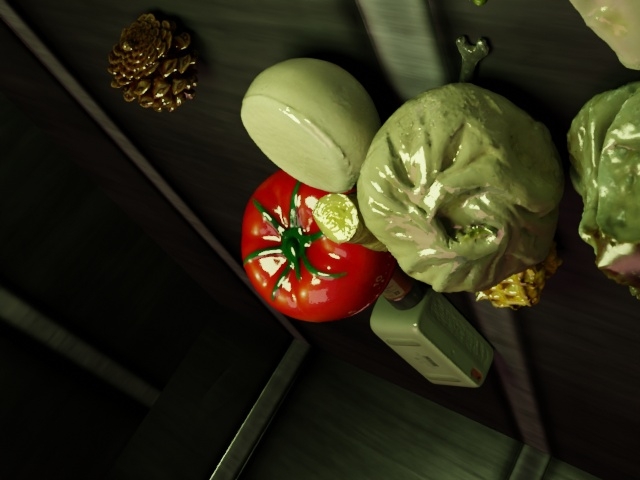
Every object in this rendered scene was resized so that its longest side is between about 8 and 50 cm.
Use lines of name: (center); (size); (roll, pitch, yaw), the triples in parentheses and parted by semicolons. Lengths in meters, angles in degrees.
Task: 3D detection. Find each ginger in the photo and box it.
ginger: (0.093, -0.041, 1.245); (0.109, 0.117, 0.262); (29, -167, 33)

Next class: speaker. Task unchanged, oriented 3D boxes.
speaker: (0.352, 0.299, 1.979); (0.184, 0.183, 0.406); (-3, 141, 50)

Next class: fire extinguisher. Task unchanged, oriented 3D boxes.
fire extinguisher: (0.124, 0.051, 1.787); (0.200, 0.113, 0.376); (-6, 140, 42)

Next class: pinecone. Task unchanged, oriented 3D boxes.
pinecone: (-0.352, -0.374, 1.392); (0.207, 0.208, 0.208); (28, 160, 11)

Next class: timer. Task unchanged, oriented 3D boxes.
timer: (0.000, 0.000, 1.501); (0.377, 0.378, 0.279); (21, -165, 29)

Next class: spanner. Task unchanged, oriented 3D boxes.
spanner: (0.237, -0.248, 1.062); (0.054, 0.015, 0.255); (28, 160, 16)

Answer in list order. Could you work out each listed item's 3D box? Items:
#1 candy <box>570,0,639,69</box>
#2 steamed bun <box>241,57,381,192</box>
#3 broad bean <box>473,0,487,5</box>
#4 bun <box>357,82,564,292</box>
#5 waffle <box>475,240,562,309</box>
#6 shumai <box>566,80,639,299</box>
candy: (0.317, -0.284, 0.606); (0.195, 0.185, 0.137); (40, 155, -21)
steamed bun: (-0.002, -0.230, 1.220); (0.282, 0.177, 0.283); (33, 163, 11)
broad bean: (0.160, -0.390, 0.790); (0.256, 0.052, 0.053); (45, -161, -39)
bun: (0.231, -0.064, 1.059); (0.359, 0.211, 0.360); (7, 127, 10)
waffle: (0.342, 0.014, 1.351); (0.324, 0.151, 0.261); (33, 164, -8)
shumai: (0.449, -0.033, 0.892); (0.309, 0.264, 0.304); (35, 159, -9)
